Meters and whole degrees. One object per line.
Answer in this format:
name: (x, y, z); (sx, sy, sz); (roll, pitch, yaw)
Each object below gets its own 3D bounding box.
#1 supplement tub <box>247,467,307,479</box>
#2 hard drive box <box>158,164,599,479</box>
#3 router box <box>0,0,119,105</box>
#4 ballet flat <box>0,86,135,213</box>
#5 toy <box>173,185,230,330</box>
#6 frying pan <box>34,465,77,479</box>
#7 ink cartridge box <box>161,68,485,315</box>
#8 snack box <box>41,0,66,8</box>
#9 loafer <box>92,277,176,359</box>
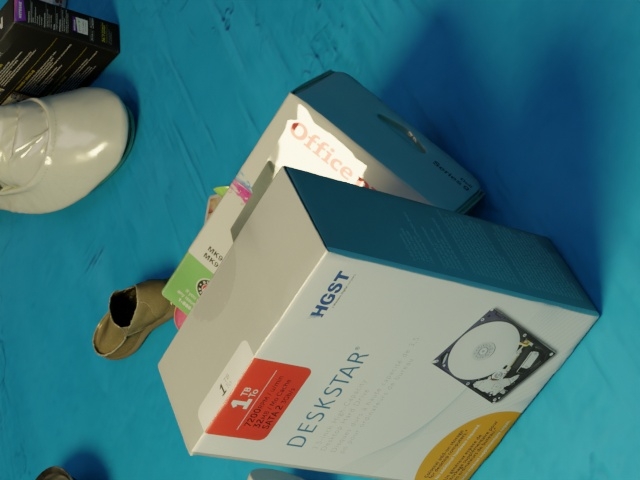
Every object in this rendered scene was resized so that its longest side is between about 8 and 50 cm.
supplement tub: (-0.042, 0.246, 1.185); (0.071, 0.071, 0.107); (30, 105, 55)
hard drive box: (0.038, 0.067, 0.986); (0.181, 0.232, 0.089); (-57, 38, 27)
router box: (-0.335, -0.208, 1.716); (0.179, 0.133, 0.046); (-35, 51, 44)
ballet flat: (-0.375, -0.099, 1.705); (0.400, 0.139, 0.139); (-8, 72, 48)
toy: (-0.095, 0.064, 1.340); (0.137, 0.056, 0.237); (-8, 72, 56)
frying pan: (-0.238, 0.333, 1.442); (0.326, 0.053, 0.197); (5, 85, 59)
ink cartridge box: (0.000, 0.000, 1.127); (0.154, 0.093, 0.212); (40, 118, 7)
snack box: (-0.342, -0.327, 1.867); (0.064, 0.022, 0.178); (-16, 66, 53)
loafer: (-0.196, 0.075, 1.486); (0.148, 0.050, 0.056); (-40, 48, 41)
